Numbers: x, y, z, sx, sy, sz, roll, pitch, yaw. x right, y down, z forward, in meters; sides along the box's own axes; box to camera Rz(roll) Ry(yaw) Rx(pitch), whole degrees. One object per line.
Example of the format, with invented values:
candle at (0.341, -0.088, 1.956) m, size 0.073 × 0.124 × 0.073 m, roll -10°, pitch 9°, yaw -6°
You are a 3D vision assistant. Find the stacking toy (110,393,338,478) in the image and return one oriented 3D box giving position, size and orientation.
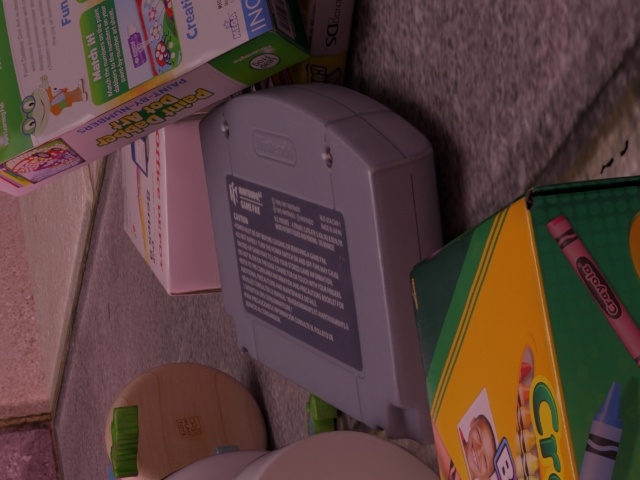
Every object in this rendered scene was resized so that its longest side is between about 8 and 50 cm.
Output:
stacking toy at (-0.071, 0.212, 1.298) m, size 0.052 × 0.167 × 0.221 m, roll -118°, pitch 27°, yaw -55°

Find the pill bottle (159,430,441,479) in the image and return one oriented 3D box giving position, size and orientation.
pill bottle at (-0.068, 0.252, 1.083) m, size 0.363 × 0.210 × 0.210 m, roll -34°, pitch 62°, yaw 50°

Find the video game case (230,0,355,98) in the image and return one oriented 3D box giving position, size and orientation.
video game case at (-0.034, -0.179, 1.252) m, size 0.275 × 0.035 × 0.248 m, roll -110°, pitch 20°, yaw -44°

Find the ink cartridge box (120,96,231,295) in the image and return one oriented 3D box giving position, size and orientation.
ink cartridge box at (-0.112, -0.058, 1.479) m, size 0.212 × 0.093 × 0.154 m, roll -138°, pitch 44°, yaw -65°

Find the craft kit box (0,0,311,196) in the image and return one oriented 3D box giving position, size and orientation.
craft kit box at (-0.143, -0.188, 1.173) m, size 0.061 × 0.246 × 0.250 m, roll 29°, pitch -136°, yaw -57°

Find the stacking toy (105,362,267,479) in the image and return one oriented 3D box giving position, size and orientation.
stacking toy at (-0.139, 0.253, 1.609) m, size 0.330 × 0.141 × 0.141 m, roll 106°, pitch 153°, yaw -53°

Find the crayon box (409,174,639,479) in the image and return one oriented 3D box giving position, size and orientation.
crayon box at (0.118, 0.126, 0.729) m, size 0.165 × 0.081 × 0.278 m, roll 138°, pitch 124°, yaw -72°

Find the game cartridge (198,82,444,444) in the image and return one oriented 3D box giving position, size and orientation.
game cartridge at (0.000, 0.000, 1.092) m, size 0.294 × 0.060 × 0.196 m, roll -158°, pitch 55°, yaw -65°
